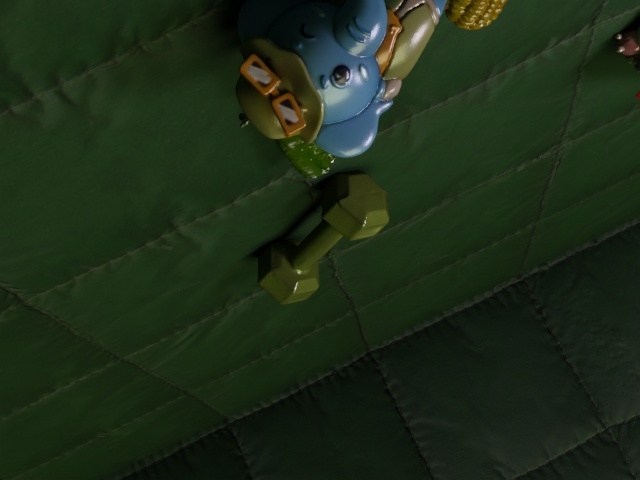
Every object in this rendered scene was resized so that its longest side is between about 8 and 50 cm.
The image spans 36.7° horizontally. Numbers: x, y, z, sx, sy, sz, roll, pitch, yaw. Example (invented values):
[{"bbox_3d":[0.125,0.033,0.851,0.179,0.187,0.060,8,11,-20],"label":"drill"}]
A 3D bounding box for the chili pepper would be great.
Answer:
[{"bbox_3d":[-0.042,-0.155,1.267,0.085,0.076,0.359,-48,163,3],"label":"chili pepper"}]

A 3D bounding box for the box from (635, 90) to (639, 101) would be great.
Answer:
[{"bbox_3d":[0.663,-0.337,1.600,0.265,0.048,0.273,-23,154,-54],"label":"box"}]

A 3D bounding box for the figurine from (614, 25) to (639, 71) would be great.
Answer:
[{"bbox_3d":[0.535,-0.319,1.576,0.098,0.081,0.146,-30,161,12],"label":"figurine"}]

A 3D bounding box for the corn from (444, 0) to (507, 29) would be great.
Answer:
[{"bbox_3d":[0.186,-0.340,1.031,0.102,0.102,0.313,-22,161,-14],"label":"corn"}]

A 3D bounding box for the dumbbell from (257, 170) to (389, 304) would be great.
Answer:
[{"bbox_3d":[0.000,0.000,1.679,0.121,0.108,0.302,-9,155,-42],"label":"dumbbell"}]

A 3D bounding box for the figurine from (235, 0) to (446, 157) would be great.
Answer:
[{"bbox_3d":[0.018,-0.218,1.047,0.180,0.154,0.262,43,81,-33],"label":"figurine"}]
